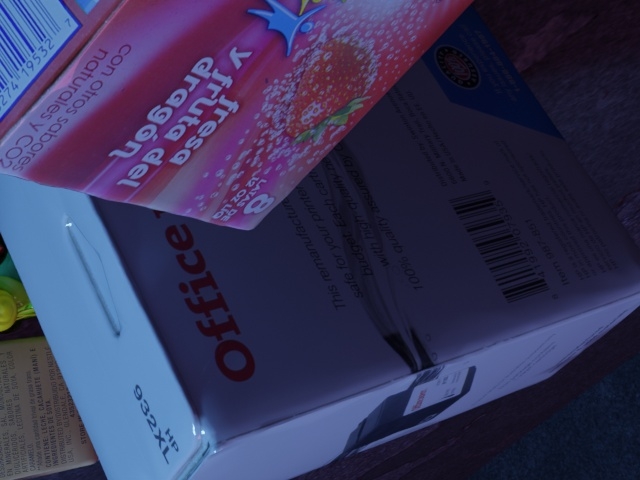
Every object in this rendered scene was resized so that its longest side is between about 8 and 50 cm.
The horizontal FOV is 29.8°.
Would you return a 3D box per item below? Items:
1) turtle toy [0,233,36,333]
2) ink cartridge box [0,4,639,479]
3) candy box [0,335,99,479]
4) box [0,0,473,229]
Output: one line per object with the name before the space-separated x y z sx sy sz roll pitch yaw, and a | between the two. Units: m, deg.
turtle toy | -0.202 0.023 0.689 0.095 0.066 0.130 -12 176 42
ink cartridge box | 0.000 0.000 0.681 0.307 0.223 0.129 -14 155 -34
candy box | -0.305 0.115 0.655 0.183 0.088 0.316 -14 174 41
box | 0.001 -0.163 0.359 0.300 0.154 0.142 -46 156 15
